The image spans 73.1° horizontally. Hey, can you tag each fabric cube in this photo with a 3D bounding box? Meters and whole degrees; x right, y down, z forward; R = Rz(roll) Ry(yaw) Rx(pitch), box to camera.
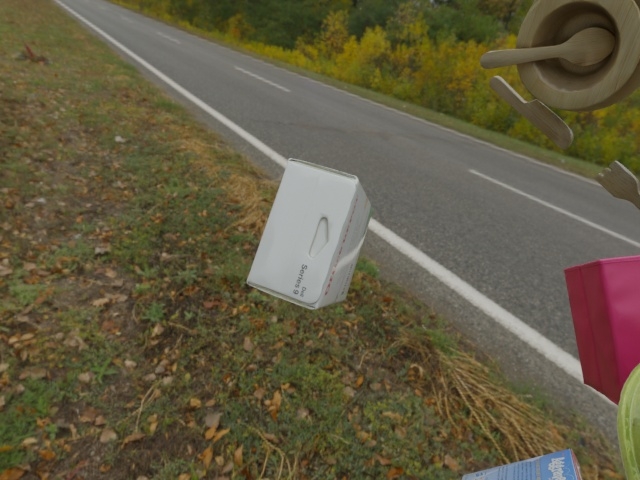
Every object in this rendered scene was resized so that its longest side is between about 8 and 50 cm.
[{"bbox_3d":[0.650,0.160,0.821,0.253,0.259,0.259,-8,-9,15],"label":"fabric cube"}]

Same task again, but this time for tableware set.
[{"bbox_3d":[0.189,-0.080,0.251,0.039,0.128,0.194,-27,68,-28],"label":"tableware set"}]

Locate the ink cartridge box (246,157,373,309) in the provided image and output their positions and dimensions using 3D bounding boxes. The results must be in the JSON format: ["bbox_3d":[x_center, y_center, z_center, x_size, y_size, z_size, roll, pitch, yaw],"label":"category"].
[{"bbox_3d":[0.000,0.000,0.571,0.093,0.155,0.212,18,-1,11],"label":"ink cartridge box"}]

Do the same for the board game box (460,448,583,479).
[{"bbox_3d":[0.193,0.287,0.427,0.281,0.145,0.027,8,56,-64],"label":"board game box"}]

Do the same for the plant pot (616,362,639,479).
[{"bbox_3d":[0.536,0.239,0.454,0.275,0.254,0.276,6,65,-13],"label":"plant pot"}]
